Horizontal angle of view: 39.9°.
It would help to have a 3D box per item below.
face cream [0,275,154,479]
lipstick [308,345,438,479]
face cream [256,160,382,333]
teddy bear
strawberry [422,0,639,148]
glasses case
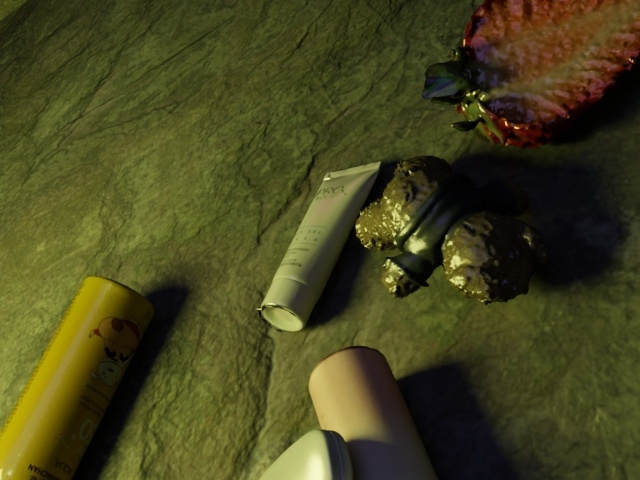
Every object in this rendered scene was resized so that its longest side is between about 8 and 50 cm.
[{"bbox_3d":[-0.326,0.216,1.090,0.105,0.105,0.348,1,56,38],"label":"face cream"},{"bbox_3d":[0.069,0.239,0.777,0.087,0.087,0.327,-33,41,10],"label":"lipstick"},{"bbox_3d":[0.000,0.000,1.064,0.092,0.058,0.243,-6,46,40],"label":"face cream"},{"bbox_3d":[0.120,-0.019,0.926,0.182,0.129,0.251,-49,41,-4],"label":"teddy bear"},{"bbox_3d":[0.253,-0.195,1.001,0.286,0.106,0.188,-24,65,1],"label":"strawberry"},{"bbox_3d":[-0.026,0.243,0.816,0.197,0.049,0.076,-55,36,42],"label":"glasses case"}]
